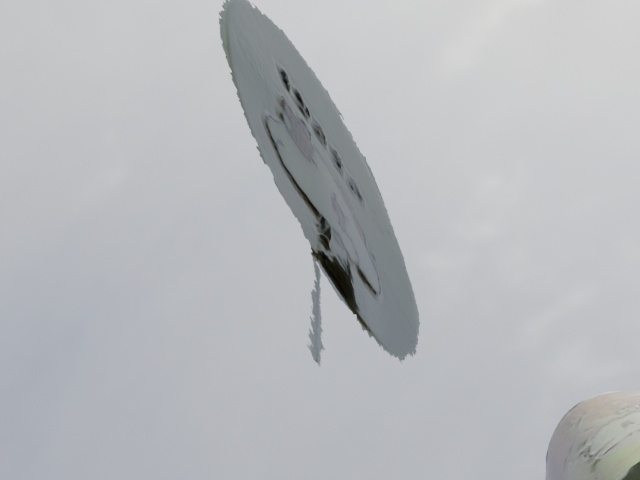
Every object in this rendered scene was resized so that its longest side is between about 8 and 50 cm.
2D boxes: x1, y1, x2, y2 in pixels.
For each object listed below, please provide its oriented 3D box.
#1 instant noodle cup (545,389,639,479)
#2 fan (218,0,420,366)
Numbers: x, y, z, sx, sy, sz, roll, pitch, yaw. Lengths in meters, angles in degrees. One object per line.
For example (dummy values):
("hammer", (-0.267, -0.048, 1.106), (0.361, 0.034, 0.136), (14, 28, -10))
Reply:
("instant noodle cup", (0.286, 0.237, 1.318), (0.294, 0.294, 0.308), (-51, -172, 4))
("fan", (0.001, 0.000, 0.913), (0.009, 0.329, 0.190), (-27, -114, -12))
